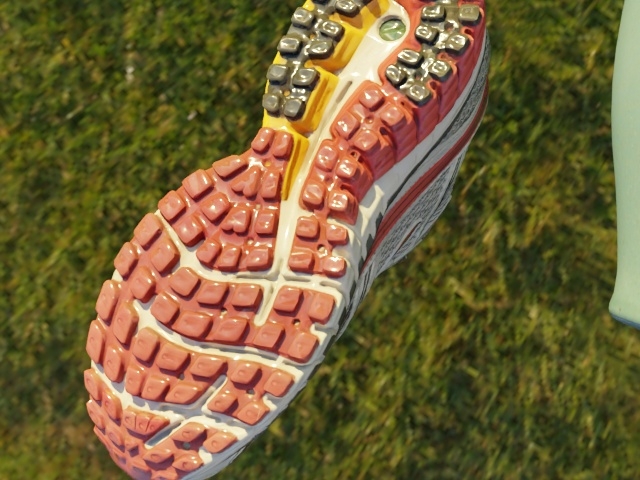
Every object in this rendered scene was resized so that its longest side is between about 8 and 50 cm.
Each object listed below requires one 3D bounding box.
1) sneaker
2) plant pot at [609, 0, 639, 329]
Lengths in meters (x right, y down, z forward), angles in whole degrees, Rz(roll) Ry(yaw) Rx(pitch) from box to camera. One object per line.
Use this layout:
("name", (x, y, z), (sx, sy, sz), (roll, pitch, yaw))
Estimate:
("sneaker", (0.000, 0.000, 0.539), (0.088, 0.225, 0.093), (32, 171, 27))
("plant pot", (0.270, -0.055, 0.735), (0.271, 0.271, 0.255), (15, 91, 19))
